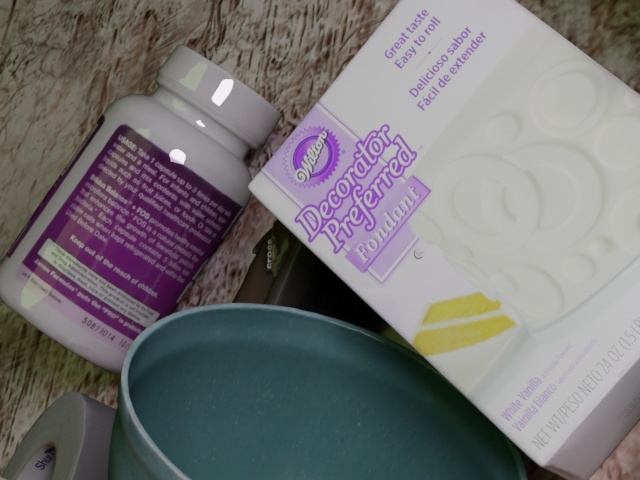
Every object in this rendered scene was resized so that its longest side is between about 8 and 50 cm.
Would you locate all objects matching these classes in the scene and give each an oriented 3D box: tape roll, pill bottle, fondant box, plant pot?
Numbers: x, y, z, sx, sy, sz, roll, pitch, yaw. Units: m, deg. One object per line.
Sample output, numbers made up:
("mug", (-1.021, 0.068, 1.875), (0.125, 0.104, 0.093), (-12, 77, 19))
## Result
("tape roll", (-0.237, 0.248, 1.489), (0.219, 0.072, 0.219), (-49, 24, 31))
("pill bottle", (-0.172, -0.034, 1.613), (0.301, 0.169, 0.169), (-55, 35, -1))
("fondant box", (0.138, -0.022, 1.201), (0.238, 0.096, 0.330), (-50, 58, 6))
("plant pot", (-0.025, 0.205, 1.180), (0.293, 0.293, 0.196), (58, 134, 53))

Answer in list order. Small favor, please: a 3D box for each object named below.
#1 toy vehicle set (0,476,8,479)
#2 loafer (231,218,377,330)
("toy vehicle set", (-0.342, 0.352, 1.448), (0.166, 0.035, 0.266), (-46, 26, 35))
("loafer", (0.000, 0.000, 1.412), (0.366, 0.134, 0.130), (-56, 35, -3))
